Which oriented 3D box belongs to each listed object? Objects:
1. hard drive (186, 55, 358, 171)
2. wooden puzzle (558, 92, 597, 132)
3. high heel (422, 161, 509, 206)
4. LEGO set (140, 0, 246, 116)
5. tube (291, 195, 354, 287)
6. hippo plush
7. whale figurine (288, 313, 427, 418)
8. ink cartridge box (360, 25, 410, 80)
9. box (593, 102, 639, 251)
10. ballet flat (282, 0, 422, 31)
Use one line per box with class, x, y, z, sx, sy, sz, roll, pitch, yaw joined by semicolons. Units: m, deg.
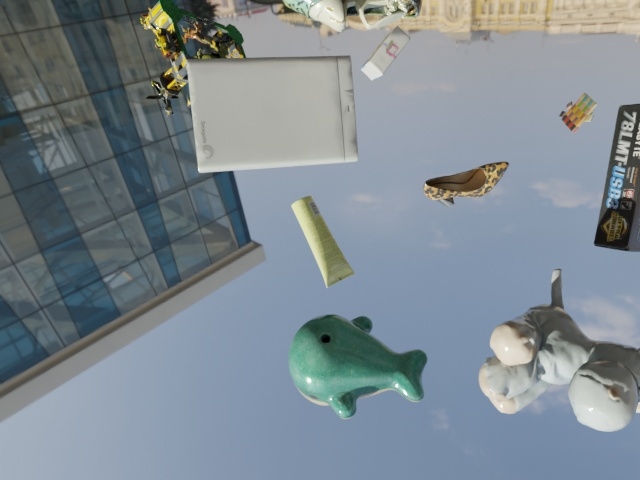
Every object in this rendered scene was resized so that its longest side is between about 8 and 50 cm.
hard drive;-0.099;-0.279;0.951;0.353;0.232;0.047;-6;-174;-10
wooden puzzle;0.402;-0.199;0.673;0.006;0.049;0.083;23;-142;-10
high heel;0.475;-0.204;1.429;0.261;0.186;0.093;-33;-124;32
LEGO set;-0.343;-0.462;1.158;0.192;0.254;0.331;-24;-179;33
tube;0.000;0.000;1.143;0.070;0.240;0.062;-29;174;12
hippo plush;0.463;0.246;0.797;0.294;0.234;0.237;-25;-143;-35
whale figurine;0.068;0.231;0.844;0.272;0.141;0.216;6;-130;18
ink cartridge box;0.173;-0.500;1.160;0.122;0.052;0.088;-51;-165;0
box;0.716;-0.122;0.947;0.293;0.295;0.073;3;-173;-36
ballet flat;0.045;-0.311;0.571;0.189;0.070;0.070;-7;-148;2
